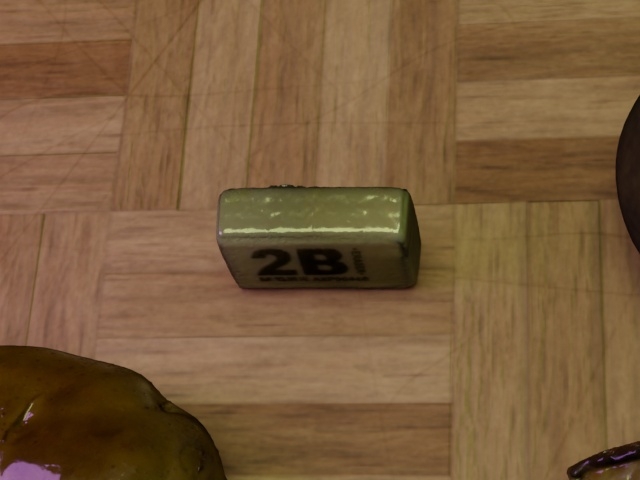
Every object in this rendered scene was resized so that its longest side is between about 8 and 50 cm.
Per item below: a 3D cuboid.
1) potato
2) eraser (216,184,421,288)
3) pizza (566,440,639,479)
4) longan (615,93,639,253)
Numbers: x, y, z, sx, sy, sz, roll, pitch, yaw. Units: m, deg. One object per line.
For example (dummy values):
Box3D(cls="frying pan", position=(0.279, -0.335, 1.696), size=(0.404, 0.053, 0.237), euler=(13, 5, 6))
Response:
Box3D(cls="potato", position=(-0.237, 0.190, 1.364), size=(0.369, 0.176, 0.195), euler=(20, 95, 23))
Box3D(cls="eraser", position=(0.000, 0.000, 1.437), size=(0.172, 0.117, 0.058), euler=(0, 63, 9))
Box3D(cls="pizza", position=(0.388, 0.287, 1.146), size=(0.392, 0.080, 0.435), euler=(-38, 62, 34))
Box3D(cls="longan", position=(0.361, -0.059, 1.358), size=(0.215, 0.246, 0.246), euler=(17, 67, 30))
